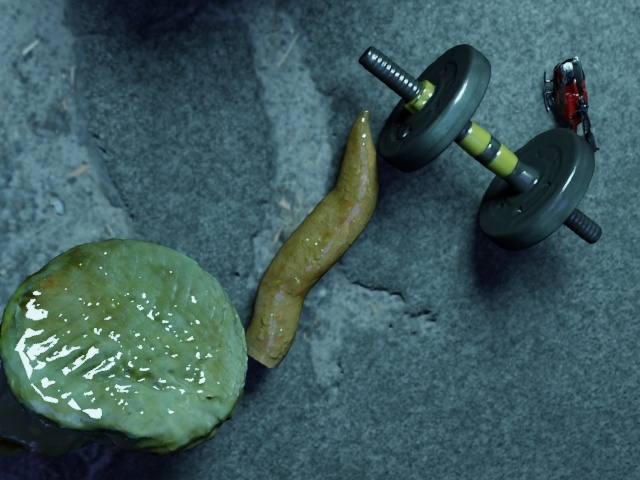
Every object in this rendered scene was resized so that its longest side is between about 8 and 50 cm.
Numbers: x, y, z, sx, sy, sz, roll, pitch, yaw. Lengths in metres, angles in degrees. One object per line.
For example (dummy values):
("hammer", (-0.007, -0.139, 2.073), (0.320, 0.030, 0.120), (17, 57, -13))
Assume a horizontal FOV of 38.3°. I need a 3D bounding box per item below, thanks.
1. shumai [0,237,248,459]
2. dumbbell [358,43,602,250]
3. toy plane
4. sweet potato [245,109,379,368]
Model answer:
("shumai", (-0.219, 0.127, 0.915), (0.272, 0.222, 0.203), (13, 144, -31))
("dumbbell", (0.170, -0.093, 0.946), (0.325, 0.143, 0.143), (35, 92, -18))
("toy plane", (0.276, -0.142, 1.006), (0.037, 0.060, 0.145), (-19, 121, -9))
("sweet potato", (0.000, 0.000, 0.969), (0.067, 0.059, 0.281), (31, 92, 1))
